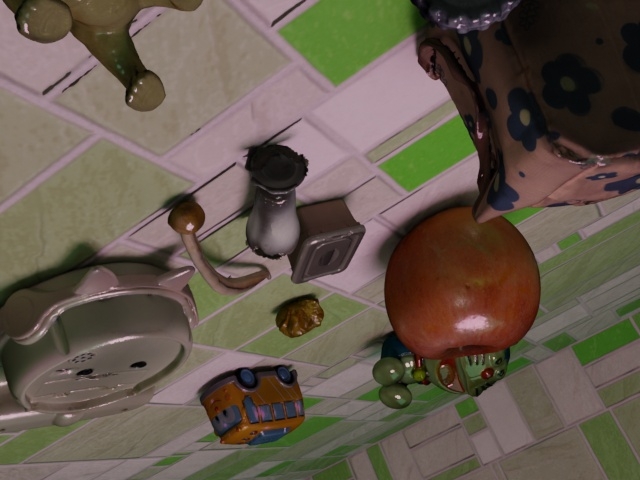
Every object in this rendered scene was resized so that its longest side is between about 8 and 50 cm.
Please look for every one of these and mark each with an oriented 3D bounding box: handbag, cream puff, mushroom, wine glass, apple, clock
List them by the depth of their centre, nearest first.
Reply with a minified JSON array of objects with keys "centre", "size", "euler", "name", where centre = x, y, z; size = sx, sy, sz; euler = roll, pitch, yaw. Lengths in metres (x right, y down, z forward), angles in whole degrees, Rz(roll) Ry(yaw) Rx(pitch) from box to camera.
[{"centre":[0.202,-0.143,0.647],"size":[0.190,0.251,0.193],"euler":[-10,162,-14],"name":"handbag"},{"centre":[-0.054,-0.043,0.823],"size":[0.072,0.072,0.155],"euler":[-17,154,-15],"name":"wine glass"},{"centre":[-0.290,0.133,0.917],"size":[0.265,0.108,0.324],"euler":[1,145,-42],"name":"clock"},{"centre":[-0.123,0.030,0.920],"size":[0.068,0.043,0.306],"euler":[-43,155,-5],"name":"mushroom"},{"centre":[0.216,0.067,1.120],"size":[0.254,0.253,0.253],"euler":[-19,155,-9],"name":"apple"},{"centre":[-0.036,0.127,1.199],"size":[0.083,0.083,0.058],"euler":[-11,110,-3],"name":"cream puff"}]

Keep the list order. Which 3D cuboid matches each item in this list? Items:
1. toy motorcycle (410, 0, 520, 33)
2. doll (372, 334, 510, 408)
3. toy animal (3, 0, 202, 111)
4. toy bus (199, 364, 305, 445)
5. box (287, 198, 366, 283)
[{"centre":[0.148,-0.267,0.488],"size":[0.270,0.159,0.106],"euler":[-41,165,0],"name":"toy motorcycle"},{"centre":[0.273,0.246,1.562],"size":[0.322,0.186,0.198],"euler":[-8,125,6],"name":"doll"},{"centre":[-0.163,-0.175,0.435],"size":[0.103,0.101,0.219],"euler":[-53,157,4],"name":"toy animal"},{"centre":[-0.130,0.341,1.443],"size":[0.210,0.136,0.126],"euler":[7,142,-46],"name":"toy bus"},{"centre":[0.000,0.000,0.962],"size":[0.089,0.062,0.122],"euler":[-13,153,-21],"name":"box"}]
